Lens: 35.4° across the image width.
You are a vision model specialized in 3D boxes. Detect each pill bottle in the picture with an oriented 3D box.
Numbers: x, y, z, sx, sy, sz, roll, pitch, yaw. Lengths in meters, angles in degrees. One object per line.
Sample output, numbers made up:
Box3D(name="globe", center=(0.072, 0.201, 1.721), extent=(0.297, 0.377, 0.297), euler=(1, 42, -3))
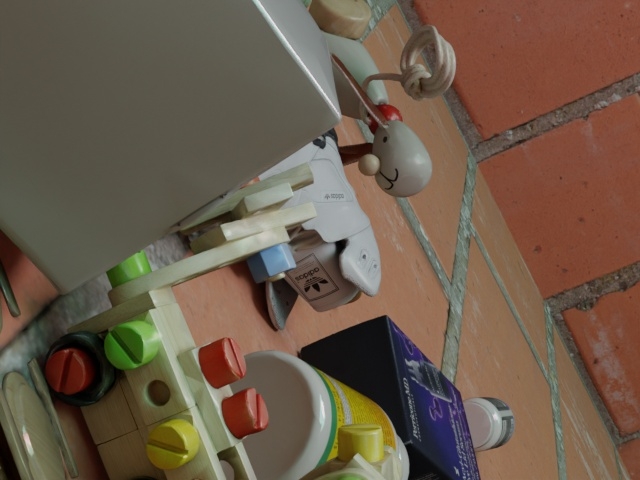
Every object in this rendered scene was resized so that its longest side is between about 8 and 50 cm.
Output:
Box3D(name="pill bottle", center=(0.234, 0.269, 1.471), extent=(0.137, 0.078, 0.078), euler=(21, 48, -66))
Box3D(name="pill bottle", center=(-0.004, 0.176, 0.853), extent=(0.208, 0.117, 0.118), euler=(40, 31, -55))

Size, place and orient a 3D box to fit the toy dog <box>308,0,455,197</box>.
Box3D(name="toy dog", center=(0.013, -0.194, 1.286), extent=(0.333, 0.160, 0.220), euler=(43, -49, 54))

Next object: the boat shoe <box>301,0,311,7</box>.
Box3D(name="boat shoe", center=(-0.122, -0.387, 1.276), extent=(0.305, 0.091, 0.109), euler=(32, 80, -52))

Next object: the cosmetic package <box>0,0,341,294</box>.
Box3D(name="cosmetic package", center=(-0.177, -0.182, 0.571), extent=(0.385, 0.217, 0.156), euler=(54, 15, -29))

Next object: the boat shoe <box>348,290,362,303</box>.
Box3D(name="boat shoe", center=(0.000, 0.000, 1.187), extent=(0.059, 0.063, 0.170), euler=(-93, 162, -54))

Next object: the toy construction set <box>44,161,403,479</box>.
Box3D(name="toy construction set", center=(-0.048, 0.103, 0.658), extent=(0.151, 0.215, 0.328), euler=(27, 41, -65))

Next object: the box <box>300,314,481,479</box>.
Box3D(name="box", center=(0.078, 0.202, 1.067), extent=(0.207, 0.108, 0.153), euler=(47, 27, -47))

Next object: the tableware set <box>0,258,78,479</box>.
Box3D(name="tableware set", center=(-0.193, 0.069, 0.565), extent=(0.128, 0.039, 0.194), euler=(-177, -113, -84))

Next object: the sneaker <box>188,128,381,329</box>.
Box3D(name="sneaker", center=(-0.041, -0.016, 0.955), extent=(0.210, 0.137, 0.366), euler=(67, 20, -4))
